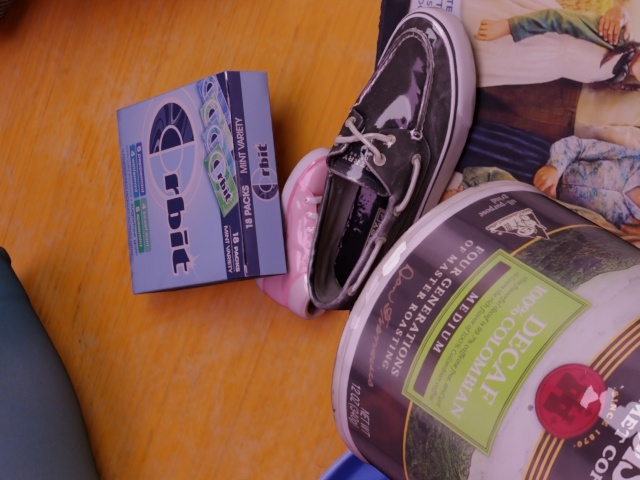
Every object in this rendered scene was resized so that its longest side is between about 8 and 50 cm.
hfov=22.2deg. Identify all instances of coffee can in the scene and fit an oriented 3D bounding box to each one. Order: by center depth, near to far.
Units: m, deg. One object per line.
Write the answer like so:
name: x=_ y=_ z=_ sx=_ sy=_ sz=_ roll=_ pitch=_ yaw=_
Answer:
coffee can: x=0.169 y=0.112 z=0.916 sx=0.275 sy=0.201 sz=0.201 roll=33 pitch=111 yaw=40

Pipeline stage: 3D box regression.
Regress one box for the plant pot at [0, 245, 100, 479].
plant pot: x=-0.314 y=0.184 z=1.378 sx=0.271 sy=0.271 sz=0.255 roll=-40 pitch=80 yaw=32

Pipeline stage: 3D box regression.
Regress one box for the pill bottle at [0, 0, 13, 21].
pill bottle: x=-0.316 y=-0.263 z=1.443 sx=0.245 sy=0.130 sz=0.130 roll=-51 pitch=61 yaw=28

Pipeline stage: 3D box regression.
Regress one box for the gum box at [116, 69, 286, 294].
gum box: x=-0.098 y=-0.042 z=1.294 sx=0.184 sy=0.041 sz=0.157 roll=-11 pitch=83 yaw=56

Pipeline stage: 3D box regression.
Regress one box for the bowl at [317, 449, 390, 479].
bowl: x=0.126 y=0.285 z=1.056 sx=0.391 sy=0.077 sz=0.391 roll=-15 pitch=63 yaw=31

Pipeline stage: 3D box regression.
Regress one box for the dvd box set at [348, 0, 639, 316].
dvd box set: x=0.211 y=-0.054 z=1.061 sx=0.420 sy=0.062 sz=0.307 roll=12 pitch=99 yaw=39

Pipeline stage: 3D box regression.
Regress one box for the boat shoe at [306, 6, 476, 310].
boat shoe: x=0.045 y=-0.053 z=1.112 sx=0.078 sy=0.070 sz=0.219 roll=23 pitch=106 yaw=37

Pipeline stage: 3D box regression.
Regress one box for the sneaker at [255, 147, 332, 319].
sneaker: x=0.000 y=0.000 z=1.240 sx=0.070 sy=0.051 sz=0.134 roll=42 pitch=123 yaw=35
